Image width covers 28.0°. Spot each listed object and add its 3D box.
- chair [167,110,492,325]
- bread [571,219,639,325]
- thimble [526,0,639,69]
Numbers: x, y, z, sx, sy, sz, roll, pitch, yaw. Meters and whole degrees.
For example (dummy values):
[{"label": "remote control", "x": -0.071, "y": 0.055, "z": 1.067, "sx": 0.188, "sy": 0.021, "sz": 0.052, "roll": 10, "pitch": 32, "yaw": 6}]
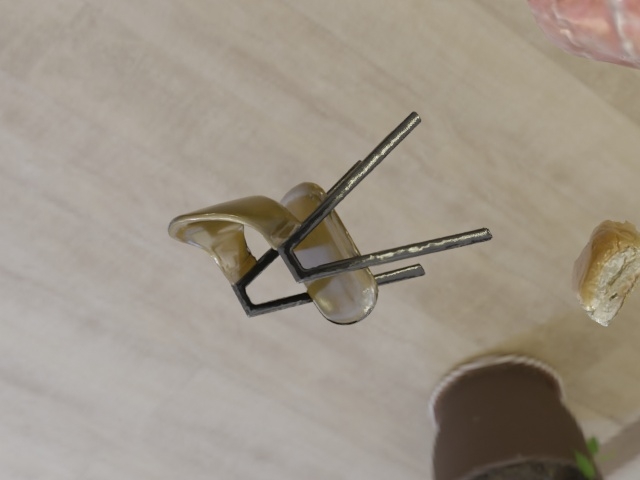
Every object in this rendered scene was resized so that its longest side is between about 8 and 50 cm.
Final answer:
[{"label": "chair", "x": 0.000, "y": 0.000, "z": 1.239, "sx": 0.247, "sy": 0.172, "sz": 0.159, "roll": -30, "pitch": 177, "yaw": -24}, {"label": "bread", "x": 0.367, "y": 0.037, "z": 1.640, "sx": 0.082, "sy": 0.106, "sz": 0.125, "roll": 32, "pitch": 103, "yaw": 7}, {"label": "thimble", "x": 0.239, "y": -0.224, "z": 0.824, "sx": 0.162, "sy": 0.239, "sz": 0.239, "roll": 17, "pitch": 151, "yaw": 44}]
